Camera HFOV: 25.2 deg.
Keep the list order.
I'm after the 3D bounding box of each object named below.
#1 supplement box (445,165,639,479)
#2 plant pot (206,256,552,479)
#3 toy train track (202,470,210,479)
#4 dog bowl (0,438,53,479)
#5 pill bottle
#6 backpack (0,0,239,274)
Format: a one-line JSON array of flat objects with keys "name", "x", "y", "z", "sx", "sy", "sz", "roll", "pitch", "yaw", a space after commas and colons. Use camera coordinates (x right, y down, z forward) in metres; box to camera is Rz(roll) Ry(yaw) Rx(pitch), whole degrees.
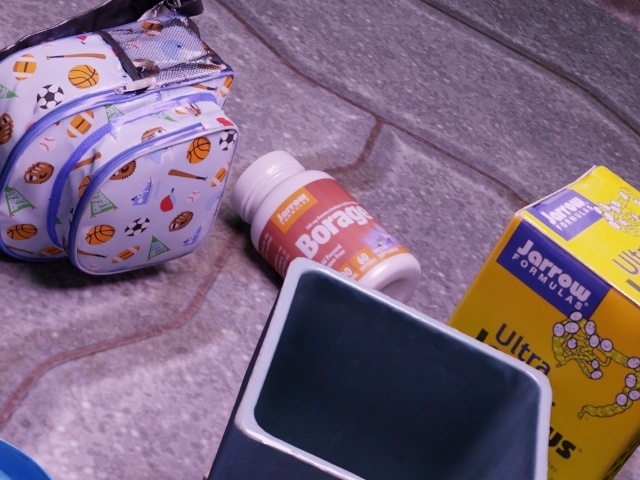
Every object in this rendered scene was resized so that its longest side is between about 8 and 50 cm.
[{"name": "supplement box", "x": 0.211, "y": 0.140, "z": 1.340, "sx": 0.195, "sy": 0.357, "sz": 0.194, "roll": 39, "pitch": 33, "yaw": 17}, {"name": "plant pot", "x": 0.019, "y": 0.216, "z": 1.174, "sx": 0.247, "sy": 0.252, "sz": 0.248, "roll": 26, "pitch": 31, "yaw": -4}, {"name": "toy train track", "x": -0.079, "y": 0.206, "z": 1.341, "sx": 0.048, "sy": 0.014, "sz": 0.083, "roll": 40, "pitch": 33, "yaw": 18}, {"name": "dog bowl", "x": -0.322, "y": 0.207, "z": 0.978, "sx": 0.297, "sy": 0.074, "sz": 0.166, "roll": 9, "pitch": 37, "yaw": -29}, {"name": "pill bottle", "x": 0.000, "y": 0.000, "z": 1.603, "sx": 0.121, "sy": 0.121, "sz": 0.216, "roll": -13, "pitch": 50, "yaw": -48}, {"name": "backpack", "x": -0.226, "y": -0.087, "z": 1.443, "sx": 0.263, "sy": 0.277, "sz": 0.213, "roll": -12, "pitch": 47, "yaw": -30}]
